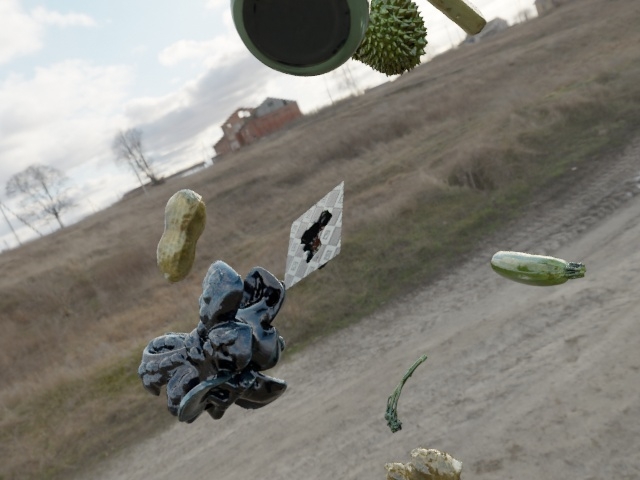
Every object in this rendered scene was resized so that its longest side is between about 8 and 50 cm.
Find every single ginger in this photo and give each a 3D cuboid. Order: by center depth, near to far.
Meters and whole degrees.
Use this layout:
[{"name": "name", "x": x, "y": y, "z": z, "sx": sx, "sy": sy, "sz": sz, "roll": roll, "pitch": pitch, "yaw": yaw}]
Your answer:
[{"name": "ginger", "x": 0.186, "y": 0.435, "z": 1.001, "sx": 0.165, "sy": 0.096, "sz": 0.067, "roll": -15, "pitch": 23, "yaw": 33}]

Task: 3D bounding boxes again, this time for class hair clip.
[{"name": "hair clip", "x": -0.178, "y": 0.191, "z": 0.899, "sx": 0.194, "sy": 0.206, "sz": 0.310, "roll": 9, "pitch": -50, "yaw": -46}]

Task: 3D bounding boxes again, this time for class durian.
[{"name": "durian", "x": 0.144, "y": -0.482, "z": 1.209, "sx": 0.177, "sy": 0.200, "sz": 0.237, "roll": 2, "pitch": -12, "yaw": 44}]

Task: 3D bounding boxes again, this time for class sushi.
[{"name": "sushi", "x": 0.000, "y": 0.000, "z": 1.308, "sx": 0.231, "sy": 0.047, "sz": 0.219, "roll": -36, "pitch": 37, "yaw": 42}]

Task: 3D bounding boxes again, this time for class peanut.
[{"name": "peanut", "x": -0.280, "y": -0.006, "z": 1.060, "sx": 0.089, "sy": 0.192, "sz": 0.089, "roll": 16, "pitch": 1, "yaw": 0}]

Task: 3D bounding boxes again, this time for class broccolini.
[{"name": "broccolini", "x": 0.194, "y": 0.351, "z": 1.227, "sx": 0.194, "sy": 0.052, "sz": 0.054, "roll": -64, "pitch": 22, "yaw": -4}]

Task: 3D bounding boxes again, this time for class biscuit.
[{"name": "biscuit", "x": 0.314, "y": -0.548, "z": 1.234, "sx": 0.056, "sy": 0.188, "sz": 0.052, "roll": -39, "pitch": 44, "yaw": 36}]

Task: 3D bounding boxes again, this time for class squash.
[{"name": "squash", "x": 0.431, "y": 0.059, "z": 1.083, "sx": 0.066, "sy": 0.066, "sz": 0.252, "roll": -26, "pitch": 9, "yaw": -13}]

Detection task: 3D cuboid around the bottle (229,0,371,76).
[{"name": "bottle", "x": -0.008, "y": -0.377, "z": 0.722, "sx": 0.169, "sy": 0.168, "sz": 0.347, "roll": -17, "pitch": 41, "yaw": 26}]
